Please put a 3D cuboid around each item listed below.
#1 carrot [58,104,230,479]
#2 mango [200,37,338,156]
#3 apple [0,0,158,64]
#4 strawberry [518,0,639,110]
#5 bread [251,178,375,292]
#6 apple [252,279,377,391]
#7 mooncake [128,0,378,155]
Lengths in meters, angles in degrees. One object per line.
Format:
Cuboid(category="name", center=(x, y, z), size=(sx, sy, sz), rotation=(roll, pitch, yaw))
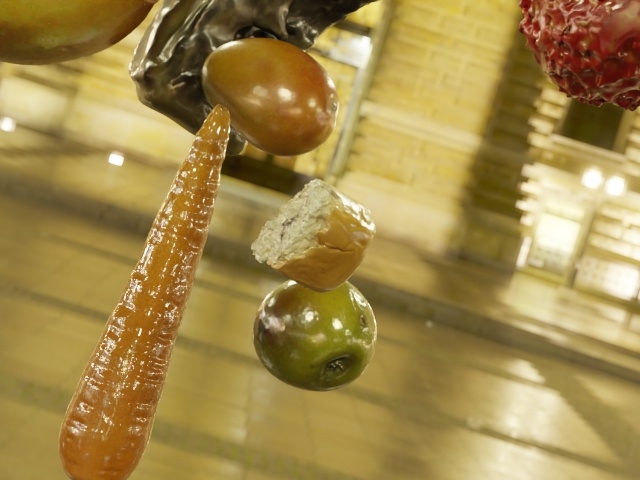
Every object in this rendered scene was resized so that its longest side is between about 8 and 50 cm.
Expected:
Cuboid(category="carrot", center=(-0.132, 0.055, 1.119), size=(0.069, 0.336, 0.069), rotation=(19, 2, -1))
Cuboid(category="mango", center=(-0.069, -0.212, 2.092), size=(0.221, 0.151, 0.120), rotation=(44, -9, 26))
Cuboid(category="apple", center=(-0.384, -0.423, 2.063), size=(0.374, 0.374, 0.384), rotation=(18, 23, 5))
Cuboid(category="strawberry", center=(0.315, -0.248, 1.563), size=(0.233, 0.234, 0.178), rotation=(18, 10, 7))
Cuboid(category="bread", center=(-0.001, 0.000, 1.654), size=(0.106, 0.125, 0.082), rotation=(31, 19, -26))
Cuboid(category="apple", center=(-0.005, 0.147, 2.307), size=(0.196, 0.196, 0.157), rotation=(15, 31, -38))
Cuboid(category="mooncake", center=(-0.110, -0.340, 2.296), size=(0.246, 0.394, 0.393), rotation=(37, -32, -24))
